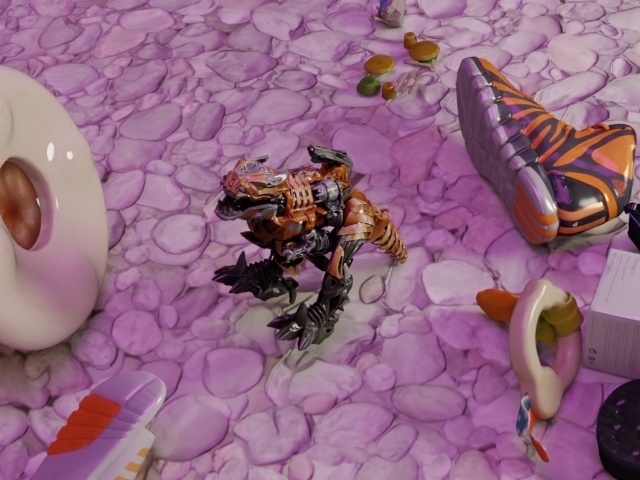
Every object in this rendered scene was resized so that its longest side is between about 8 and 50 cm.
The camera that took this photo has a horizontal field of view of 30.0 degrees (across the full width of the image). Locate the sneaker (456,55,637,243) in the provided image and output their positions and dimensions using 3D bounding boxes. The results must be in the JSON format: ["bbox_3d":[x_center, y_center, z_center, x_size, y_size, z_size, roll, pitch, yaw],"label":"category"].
[{"bbox_3d":[0.307,-0.134,1.602,0.180,0.124,0.321,-14,55,-12],"label":"sneaker"}]

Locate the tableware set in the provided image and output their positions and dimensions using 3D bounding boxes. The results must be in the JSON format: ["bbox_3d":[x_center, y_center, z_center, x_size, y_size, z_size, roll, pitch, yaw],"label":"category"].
[{"bbox_3d":[0.121,-0.265,1.816,0.104,0.024,0.154,11,49,23],"label":"tableware set"}]

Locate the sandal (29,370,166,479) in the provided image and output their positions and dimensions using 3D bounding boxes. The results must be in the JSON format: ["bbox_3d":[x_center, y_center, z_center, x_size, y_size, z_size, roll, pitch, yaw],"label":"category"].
[{"bbox_3d":[-0.257,0.259,1.312,0.265,0.076,0.102,-50,41,-10],"label":"sandal"}]

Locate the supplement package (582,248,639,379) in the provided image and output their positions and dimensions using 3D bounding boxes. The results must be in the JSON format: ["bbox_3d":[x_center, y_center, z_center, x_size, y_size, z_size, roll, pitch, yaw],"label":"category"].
[{"bbox_3d":[0.399,0.096,1.350,0.179,0.105,0.105,13,47,19],"label":"supplement package"}]

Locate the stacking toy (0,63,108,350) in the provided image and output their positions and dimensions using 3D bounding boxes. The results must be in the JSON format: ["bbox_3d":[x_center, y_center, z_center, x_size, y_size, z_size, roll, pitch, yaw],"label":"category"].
[{"bbox_3d":[-0.542,-0.007,1.501,0.480,0.350,0.350,-11,42,21],"label":"stacking toy"}]

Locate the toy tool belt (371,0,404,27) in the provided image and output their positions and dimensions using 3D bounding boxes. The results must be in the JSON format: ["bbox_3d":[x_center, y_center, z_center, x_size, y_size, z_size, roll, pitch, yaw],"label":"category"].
[{"bbox_3d":[0.108,-0.375,1.908,0.051,0.052,0.083,5,45,1],"label":"toy tool belt"}]

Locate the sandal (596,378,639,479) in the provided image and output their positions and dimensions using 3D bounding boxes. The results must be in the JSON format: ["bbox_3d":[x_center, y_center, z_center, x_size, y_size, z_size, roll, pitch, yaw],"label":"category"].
[{"bbox_3d":[0.510,0.229,1.219,0.446,0.107,0.167,6,46,32],"label":"sandal"}]

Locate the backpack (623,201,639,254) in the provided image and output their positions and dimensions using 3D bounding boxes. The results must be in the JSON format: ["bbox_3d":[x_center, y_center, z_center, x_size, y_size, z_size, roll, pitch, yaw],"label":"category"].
[{"bbox_3d":[0.444,-0.006,1.461,0.114,0.084,0.105,-20,46,-5],"label":"backpack"}]

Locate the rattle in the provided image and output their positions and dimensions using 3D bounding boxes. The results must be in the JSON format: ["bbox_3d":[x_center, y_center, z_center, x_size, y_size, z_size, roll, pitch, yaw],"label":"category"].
[{"bbox_3d":[0.213,0.145,1.356,0.143,0.130,0.199,5,72,28],"label":"rattle"}]

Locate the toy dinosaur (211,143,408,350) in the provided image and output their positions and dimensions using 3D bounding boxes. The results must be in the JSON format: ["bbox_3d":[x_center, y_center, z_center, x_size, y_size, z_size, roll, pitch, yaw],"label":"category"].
[{"bbox_3d":[0.000,0.000,1.403,0.322,0.218,0.164,21,15,-28],"label":"toy dinosaur"}]
